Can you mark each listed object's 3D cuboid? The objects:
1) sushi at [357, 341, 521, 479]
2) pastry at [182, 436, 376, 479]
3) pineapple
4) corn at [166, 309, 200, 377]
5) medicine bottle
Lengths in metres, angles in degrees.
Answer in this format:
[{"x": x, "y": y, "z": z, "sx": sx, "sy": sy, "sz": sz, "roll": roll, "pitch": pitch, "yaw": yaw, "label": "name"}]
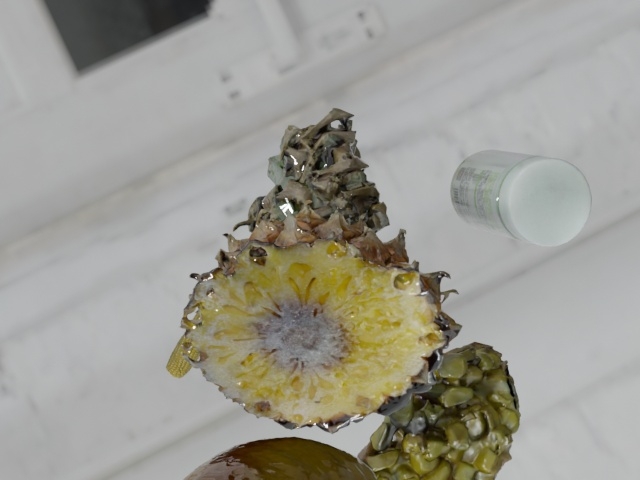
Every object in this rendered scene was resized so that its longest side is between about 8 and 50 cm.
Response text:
[{"x": 0.125, "y": 0.240, "z": 2.170, "sx": 0.167, "sy": 0.296, "sz": 0.179, "roll": 52, "pitch": 157, "yaw": 0, "label": "sushi"}, {"x": -0.001, "y": 0.323, "z": 1.594, "sx": 0.356, "sy": 0.164, "sz": 0.356, "roll": 40, "pitch": -149, "yaw": -30, "label": "pastry"}, {"x": 0.000, "y": 0.000, "z": 1.848, "sx": 0.272, "sy": 0.262, "sz": 0.262, "roll": -90, "pitch": -10, "yaw": -48, "label": "pineapple"}, {"x": -0.121, "y": 0.095, "z": 1.887, "sx": 0.027, "sy": 0.083, "sz": 0.028, "roll": 22, "pitch": -163, "yaw": -44, "label": "corn"}, {"x": 0.194, "y": -0.044, "z": 1.922, "sx": 0.086, "sy": 0.086, "sz": 0.183, "roll": 66, "pitch": 170, "yaw": -11, "label": "medicine bottle"}]
